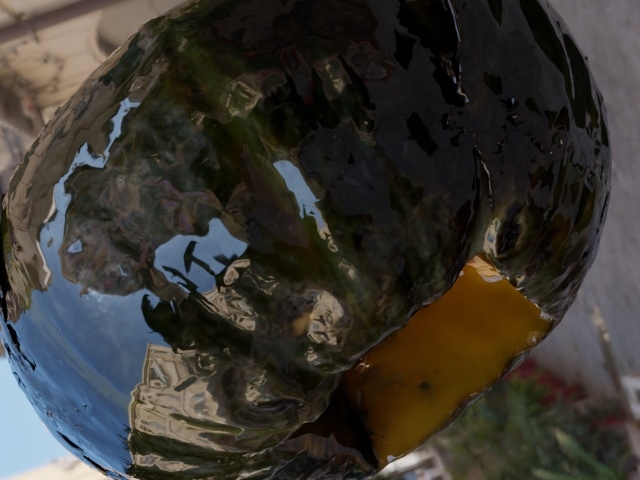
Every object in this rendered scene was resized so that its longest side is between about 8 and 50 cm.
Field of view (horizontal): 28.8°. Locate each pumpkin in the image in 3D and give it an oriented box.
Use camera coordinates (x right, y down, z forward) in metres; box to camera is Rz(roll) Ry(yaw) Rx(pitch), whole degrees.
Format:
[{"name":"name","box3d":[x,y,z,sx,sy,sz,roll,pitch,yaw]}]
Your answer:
[{"name":"pumpkin","box3d":[0.000,0.000,0.609,0.192,0.320,0.320,53,173,24]}]
